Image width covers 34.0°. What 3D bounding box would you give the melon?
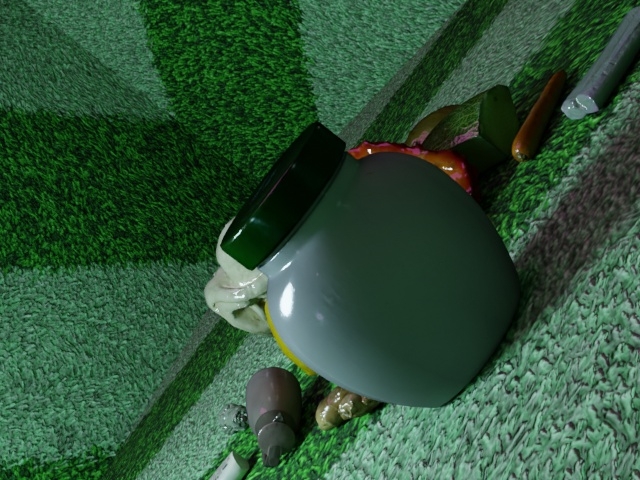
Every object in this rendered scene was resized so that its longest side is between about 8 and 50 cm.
[{"bbox_3d":[0.238,-0.151,1.985,0.323,0.124,0.196,-42,7,43],"label":"melon"}]

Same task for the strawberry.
[{"bbox_3d":[0.154,-0.052,1.887,0.336,0.265,0.149,-20,-17,35],"label":"strawberry"}]

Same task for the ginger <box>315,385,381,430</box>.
[{"bbox_3d":[0.050,0.241,1.611,0.214,0.059,0.133,-44,7,33],"label":"ginger"}]

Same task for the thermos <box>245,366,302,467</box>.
[{"bbox_3d":[-0.084,0.329,1.873,0.193,0.105,0.137,-106,28,-71],"label":"thermos"}]

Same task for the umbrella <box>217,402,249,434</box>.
[{"bbox_3d":[-0.185,0.384,2.258,0.143,0.062,0.067,149,126,-65],"label":"umbrella"}]

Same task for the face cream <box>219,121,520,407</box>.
[{"bbox_3d":[0.070,0.032,1.368,0.312,0.357,0.219,-54,10,-15],"label":"face cream"}]

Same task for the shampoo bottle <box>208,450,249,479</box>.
[{"bbox_3d":[-0.197,0.475,1.987,0.152,0.045,0.077,-51,11,-1],"label":"shampoo bottle"}]

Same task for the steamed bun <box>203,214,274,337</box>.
[{"bbox_3d":[-0.072,0.066,2.279,0.339,0.247,0.352,-16,-37,-56],"label":"steamed bun"}]

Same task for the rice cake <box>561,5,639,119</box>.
[{"bbox_3d":[0.461,-0.283,1.635,0.222,0.042,0.080,-53,13,-13],"label":"rice cake"}]

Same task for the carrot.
[{"bbox_3d":[0.380,-0.217,1.796,0.043,0.043,0.248,-41,12,52],"label":"carrot"}]

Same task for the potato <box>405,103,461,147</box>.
[{"bbox_3d":[0.235,-0.195,2.213,0.272,0.111,0.160,-56,8,-23],"label":"potato"}]

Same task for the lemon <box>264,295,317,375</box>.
[{"bbox_3d":[0.025,0.103,1.719,0.233,0.233,0.288,-50,-3,17],"label":"lemon"}]
